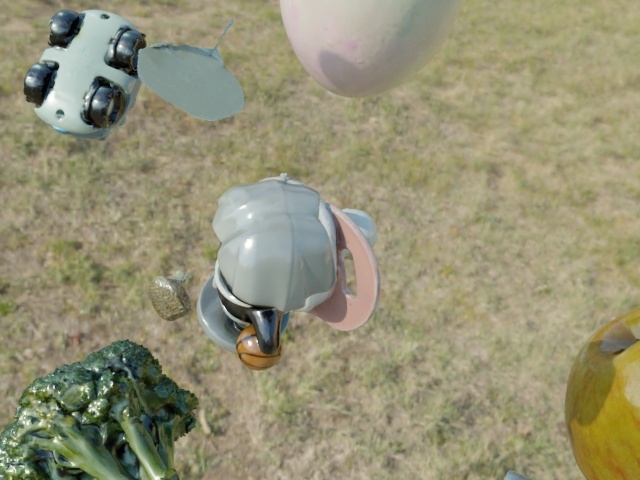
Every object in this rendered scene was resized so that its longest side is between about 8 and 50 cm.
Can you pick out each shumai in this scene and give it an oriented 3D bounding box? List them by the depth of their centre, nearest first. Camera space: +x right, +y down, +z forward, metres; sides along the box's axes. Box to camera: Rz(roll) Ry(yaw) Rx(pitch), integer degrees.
[{"bbox_3d":[-0.389,0.139,2.341,0.145,0.146,0.116,24,42,23],"label":"shumai"}]

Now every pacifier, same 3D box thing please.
[{"bbox_3d":[-0.017,0.026,1.499,0.332,0.220,0.273,11,-7,40],"label":"pacifier"}]

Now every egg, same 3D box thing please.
[{"bbox_3d":[0.080,-0.443,1.720,0.354,0.340,0.355,13,37,-10],"label":"egg"}]

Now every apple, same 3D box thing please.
[{"bbox_3d":[0.582,0.263,1.390,0.333,0.400,0.400,36,32,-4],"label":"apple"}]

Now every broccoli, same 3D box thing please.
[{"bbox_3d":[-0.304,0.314,1.248,0.283,0.321,0.304,35,2,33],"label":"broccoli"}]

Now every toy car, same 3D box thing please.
[{"bbox_3d":[-0.436,-0.307,1.661,0.188,0.255,0.190,17,-12,6],"label":"toy car"}]

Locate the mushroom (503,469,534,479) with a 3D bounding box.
[{"bbox_3d":[0.485,0.588,1.871,0.225,0.093,0.116,29,0,44],"label":"mushroom"}]

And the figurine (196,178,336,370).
[{"bbox_3d":[-0.065,0.040,0.986,0.133,0.236,0.176,-3,58,-21],"label":"figurine"}]

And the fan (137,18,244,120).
[{"bbox_3d":[-0.185,-0.291,1.401,0.182,0.010,0.310,30,39,-8],"label":"fan"}]
